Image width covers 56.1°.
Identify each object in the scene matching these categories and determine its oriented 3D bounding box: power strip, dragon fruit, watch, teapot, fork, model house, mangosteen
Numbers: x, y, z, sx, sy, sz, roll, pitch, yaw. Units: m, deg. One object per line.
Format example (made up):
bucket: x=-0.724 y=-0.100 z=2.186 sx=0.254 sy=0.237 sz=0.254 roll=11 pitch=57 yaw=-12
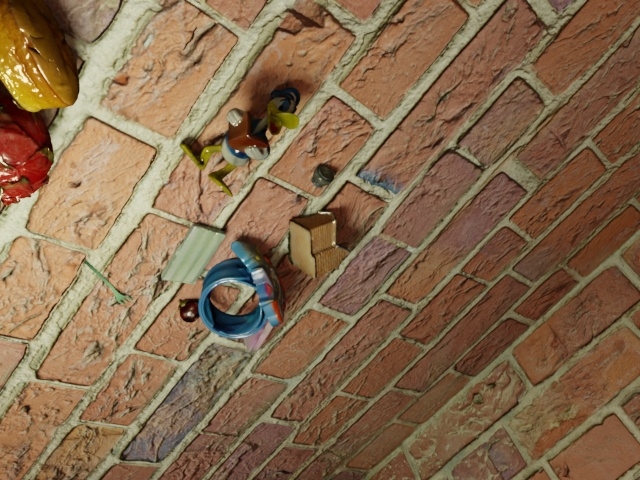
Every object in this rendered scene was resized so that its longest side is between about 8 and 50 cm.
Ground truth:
power strip: x=-0.207 y=0.283 z=2.181 sx=0.037 sy=0.109 sz=0.279 roll=11 pitch=124 yaw=-36
dragon fruit: x=-0.741 y=-0.222 z=1.360 sx=0.244 sy=0.244 sz=0.299 roll=-22 pitch=117 yaw=-7
watch: x=-0.278 y=0.162 z=1.969 sx=0.274 sy=0.241 sz=0.305 roll=-24 pitch=112 yaw=9
teapot: x=0.010 y=-0.199 z=1.888 sx=0.088 sy=0.066 sz=0.057 roll=-15 pitch=160 yaw=-45
fork: x=-0.666 y=0.141 z=1.885 sx=0.039 sy=0.021 sz=0.235 roll=-31 pitch=137 yaw=-1
model house: x=0.000 y=0.000 z=2.007 sx=0.172 sy=0.166 sz=0.183 roll=-21 pitch=123 yaw=-30
mangosteen: x=-0.445 y=0.240 z=2.046 sx=0.080 sy=0.081 sz=0.081 roll=-14 pitch=135 yaw=-15

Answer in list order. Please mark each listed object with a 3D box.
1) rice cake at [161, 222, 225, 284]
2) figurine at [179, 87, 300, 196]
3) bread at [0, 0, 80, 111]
rice cake: x=-0.408 y=0.048 z=1.912 sx=0.127 sy=0.043 sz=0.237 roll=16 pitch=120 yaw=-35
figurine: x=-0.188 y=-0.304 z=1.599 sx=0.338 sy=0.283 sz=0.204 roll=-44 pitch=95 yaw=-9
bread: x=-0.615 y=-0.405 z=1.285 sx=0.142 sy=0.195 sz=0.270 roll=-17 pitch=133 yaw=3
